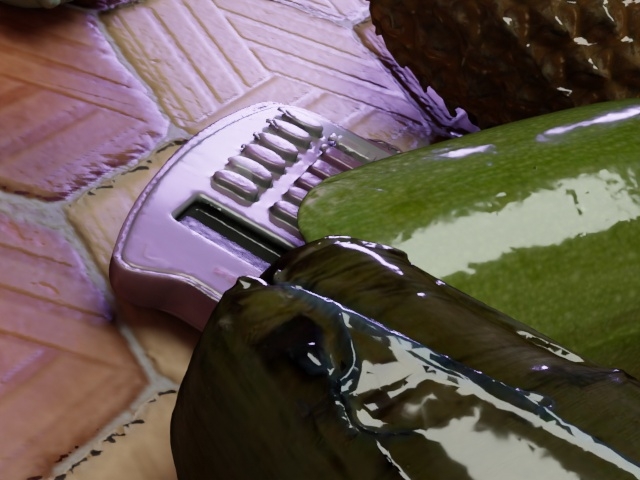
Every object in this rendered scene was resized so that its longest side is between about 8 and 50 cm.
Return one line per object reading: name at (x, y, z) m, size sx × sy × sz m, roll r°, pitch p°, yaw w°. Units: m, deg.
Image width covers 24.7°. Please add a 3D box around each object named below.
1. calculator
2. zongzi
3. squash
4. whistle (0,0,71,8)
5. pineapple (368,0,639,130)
calculator at (0.000, 0.001, 0.843) m, size 0.194 × 0.043 × 0.294 m, roll 29°, pitch 30°, yaw 6°
zongzi at (0.143, 0.101, 0.646) m, size 0.360 × 0.160 × 0.323 m, roll -24°, pitch 64°, yaw -35°
squash at (0.110, 0.026, 0.842) m, size 0.260 × 0.189 × 0.189 m, roll -19°, pitch 50°, yaw -19°
whistle at (-0.160, -0.216, 0.981) m, size 0.253 × 0.105 × 0.102 m, roll -40°, pitch 111°, yaw -56°
pineapple at (0.218, -0.104, 1.020) m, size 0.362 × 0.202 × 0.202 m, roll 44°, pitch 35°, yaw 3°
